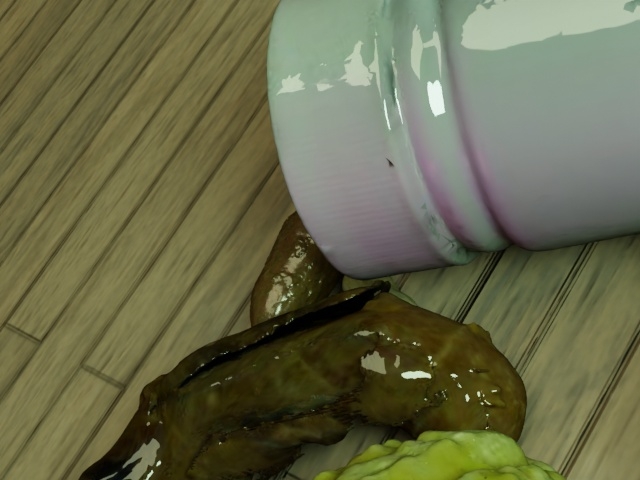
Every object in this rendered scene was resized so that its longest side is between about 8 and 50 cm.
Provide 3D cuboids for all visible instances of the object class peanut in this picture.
[{"bbox_3d":[0.042,0.041,0.831,0.037,0.037,0.083,-41,39,1],"label":"peanut"}]

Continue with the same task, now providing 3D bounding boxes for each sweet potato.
[{"bbox_3d":[0.000,0.000,0.876,0.060,0.068,0.206,31,72,10],"label":"sweet potato"}]

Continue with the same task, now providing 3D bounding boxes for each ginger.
[{"bbox_3d":[-0.020,0.110,0.772,0.309,0.107,0.133,-18,65,21],"label":"ginger"}]

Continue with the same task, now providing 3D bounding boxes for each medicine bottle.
[{"bbox_3d":[0.155,-0.101,0.722,0.326,0.212,0.212,-12,51,24],"label":"medicine bottle"}]

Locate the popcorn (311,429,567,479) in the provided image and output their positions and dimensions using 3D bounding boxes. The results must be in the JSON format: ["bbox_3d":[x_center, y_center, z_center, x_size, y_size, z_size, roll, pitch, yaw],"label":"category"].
[{"bbox_3d":[0.049,0.216,0.548,0.195,0.255,0.256,-151,61,-73],"label":"popcorn"}]
